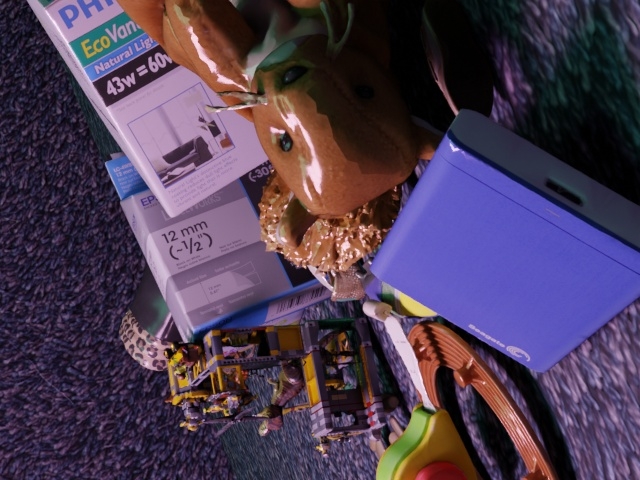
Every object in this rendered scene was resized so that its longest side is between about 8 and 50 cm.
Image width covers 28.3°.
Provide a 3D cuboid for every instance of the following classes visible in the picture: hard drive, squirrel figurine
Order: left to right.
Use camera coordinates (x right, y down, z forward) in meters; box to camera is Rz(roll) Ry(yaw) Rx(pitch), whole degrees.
[{"bbox_3d":[0.007,-0.141,1.287,0.370,0.281,0.397,61,180,43],"label":"squirrel figurine"},{"bbox_3d":[0.171,0.014,1.155,0.210,0.040,0.318,31,157,3],"label":"hard drive"}]

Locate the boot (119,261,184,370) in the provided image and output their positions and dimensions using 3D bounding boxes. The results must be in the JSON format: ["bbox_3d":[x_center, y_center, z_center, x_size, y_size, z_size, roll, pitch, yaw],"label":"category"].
[{"bbox_3d":[-0.255,0.038,2.259,0.377,0.138,0.284,-116,47,-65],"label":"boot"}]

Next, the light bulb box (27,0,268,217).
[{"bbox_3d":[-0.254,-0.287,1.843,0.358,0.225,0.361,47,167,56],"label":"light bulb box"}]

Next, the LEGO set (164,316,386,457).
[{"bbox_3d":[-0.060,0.239,1.863,0.255,0.331,0.192,-36,59,53],"label":"LEGO set"}]

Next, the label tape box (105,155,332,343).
[{"bbox_3d":[-0.152,-0.037,1.933,0.347,0.249,0.115,64,163,17],"label":"label tape box"}]

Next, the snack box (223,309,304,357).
[{"bbox_3d":[-0.115,0.122,2.146,0.070,0.174,0.207,61,163,18],"label":"snack box"}]

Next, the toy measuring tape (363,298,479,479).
[{"bbox_3d":[0.098,0.236,1.511,0.330,0.121,0.121,64,165,-13],"label":"toy measuring tape"}]

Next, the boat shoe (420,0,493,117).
[{"bbox_3d":[0.132,-0.171,1.235,0.045,0.050,0.135,117,140,-73],"label":"boat shoe"}]

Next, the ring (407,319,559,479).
[{"bbox_3d":[0.191,0.250,1.523,0.336,0.032,0.336,54,162,26],"label":"ring"}]

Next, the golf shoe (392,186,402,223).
[{"bbox_3d":[0.034,-0.110,1.566,0.120,0.105,0.273,66,180,-60],"label":"golf shoe"}]

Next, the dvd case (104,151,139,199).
[{"bbox_3d":[-0.206,-0.081,2.066,0.022,0.253,0.180,-45,66,49],"label":"dvd case"}]

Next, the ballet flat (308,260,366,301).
[{"bbox_3d":[0.000,0.000,1.819,0.206,0.067,0.073,61,162,26],"label":"ballet flat"}]

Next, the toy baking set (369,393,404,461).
[{"bbox_3d":[0.128,0.315,1.878,0.196,0.030,0.256,63,163,10],"label":"toy baking set"}]

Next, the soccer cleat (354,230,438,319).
[{"bbox_3d":[0.133,0.029,1.444,0.121,0.093,0.289,38,160,-5],"label":"soccer cleat"}]
